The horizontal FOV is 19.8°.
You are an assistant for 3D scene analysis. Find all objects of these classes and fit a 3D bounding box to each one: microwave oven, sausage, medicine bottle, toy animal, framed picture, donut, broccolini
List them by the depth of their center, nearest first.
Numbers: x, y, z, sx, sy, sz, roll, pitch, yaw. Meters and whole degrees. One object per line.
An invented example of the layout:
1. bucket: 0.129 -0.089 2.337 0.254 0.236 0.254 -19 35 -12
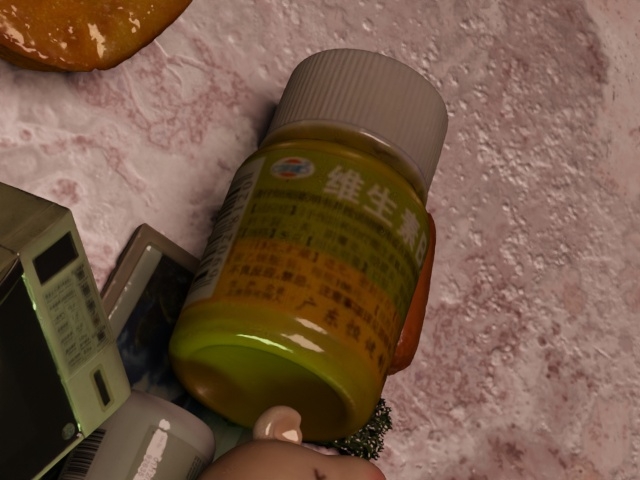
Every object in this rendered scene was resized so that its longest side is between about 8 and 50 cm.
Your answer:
1. microwave oven: -0.411 0.134 1.565 0.394 0.333 0.247 -42 137 -36
2. toy animal: -0.010 0.294 1.786 0.345 0.277 0.247 -39 129 -59
3. medicine bottle: -0.200 0.266 1.805 0.135 0.135 0.215 31 67 -19
4. medicine bottle: 0.000 0.000 1.929 0.224 0.224 0.384 31 56 -19
5. donut: -0.276 -0.308 1.930 0.303 0.110 0.303 7 76 -29
6. framed picture: -0.170 0.170 1.932 0.232 0.024 0.315 34 67 -19
7. broccolini: -0.009 0.202 1.977 0.201 0.058 0.074 6 75 -37
8. sausage: 0.086 0.056 2.064 0.076 0.076 0.197 16 74 -24
